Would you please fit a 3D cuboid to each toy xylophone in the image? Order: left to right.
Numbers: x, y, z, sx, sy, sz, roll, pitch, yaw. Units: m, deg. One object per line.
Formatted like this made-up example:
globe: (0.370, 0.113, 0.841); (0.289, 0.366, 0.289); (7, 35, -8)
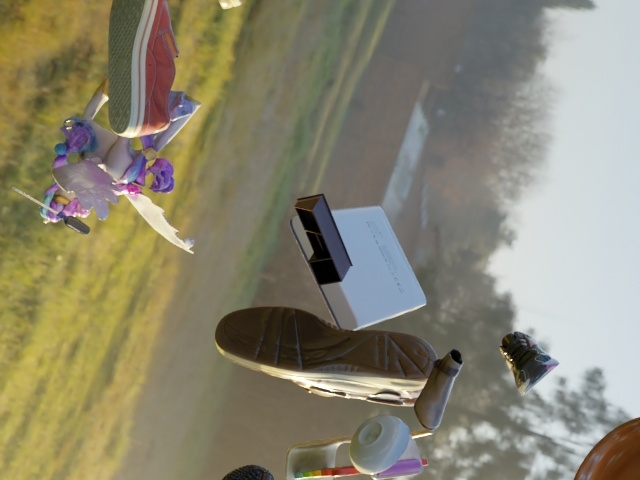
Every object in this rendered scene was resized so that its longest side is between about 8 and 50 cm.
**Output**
toy xylophone: (0.080, 0.411, 2.062); (0.323, 0.236, 0.081); (-28, -114, 61)

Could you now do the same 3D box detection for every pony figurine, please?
pony figurine: (-0.390, -0.150, 2.132); (0.303, 0.351, 0.363); (33, 87, -44)

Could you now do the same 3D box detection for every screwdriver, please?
screwdriver: (-0.510, -0.058, 2.065); (0.025, 0.170, 0.024); (12, -109, 58)

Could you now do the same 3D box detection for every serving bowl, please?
serving bowl: (0.068, 0.246, 1.343); (0.083, 0.027, 0.083); (-27, -148, 19)

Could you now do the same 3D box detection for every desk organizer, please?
desk organizer: (0.000, 0.000, 1.642); (0.130, 0.047, 0.050); (67, 29, -23)

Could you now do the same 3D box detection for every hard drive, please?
hard drive: (0.073, 0.043, 1.911); (0.040, 0.210, 0.319); (-29, 171, 25)

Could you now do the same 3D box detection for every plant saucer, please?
plant saucer: (0.393, 0.307, 1.337); (0.200, 0.037, 0.200); (-41, -157, 21)

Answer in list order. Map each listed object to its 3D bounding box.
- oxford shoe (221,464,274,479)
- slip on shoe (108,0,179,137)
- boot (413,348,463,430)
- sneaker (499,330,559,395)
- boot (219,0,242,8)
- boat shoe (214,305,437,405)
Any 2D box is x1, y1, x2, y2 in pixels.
oxford shoe: (-0.149, 0.464, 1.855); (0.227, 0.083, 0.096); (-46, 157, -58)
slip on shoe: (-0.295, -0.341, 1.865); (0.123, 0.101, 0.331); (9, -83, 49)
boot: (0.170, 0.203, 1.523); (0.087, 0.042, 0.118); (-60, -172, 21)
sneaker: (0.290, 0.170, 1.570); (0.072, 0.077, 0.178); (-43, 173, 2)
boot: (-0.254, -0.435, 1.689); (0.203, 0.262, 0.095); (-28, 167, -4)
boat shoe: (0.003, 0.195, 1.683); (0.123, 0.342, 0.123); (-86, -175, -45)
